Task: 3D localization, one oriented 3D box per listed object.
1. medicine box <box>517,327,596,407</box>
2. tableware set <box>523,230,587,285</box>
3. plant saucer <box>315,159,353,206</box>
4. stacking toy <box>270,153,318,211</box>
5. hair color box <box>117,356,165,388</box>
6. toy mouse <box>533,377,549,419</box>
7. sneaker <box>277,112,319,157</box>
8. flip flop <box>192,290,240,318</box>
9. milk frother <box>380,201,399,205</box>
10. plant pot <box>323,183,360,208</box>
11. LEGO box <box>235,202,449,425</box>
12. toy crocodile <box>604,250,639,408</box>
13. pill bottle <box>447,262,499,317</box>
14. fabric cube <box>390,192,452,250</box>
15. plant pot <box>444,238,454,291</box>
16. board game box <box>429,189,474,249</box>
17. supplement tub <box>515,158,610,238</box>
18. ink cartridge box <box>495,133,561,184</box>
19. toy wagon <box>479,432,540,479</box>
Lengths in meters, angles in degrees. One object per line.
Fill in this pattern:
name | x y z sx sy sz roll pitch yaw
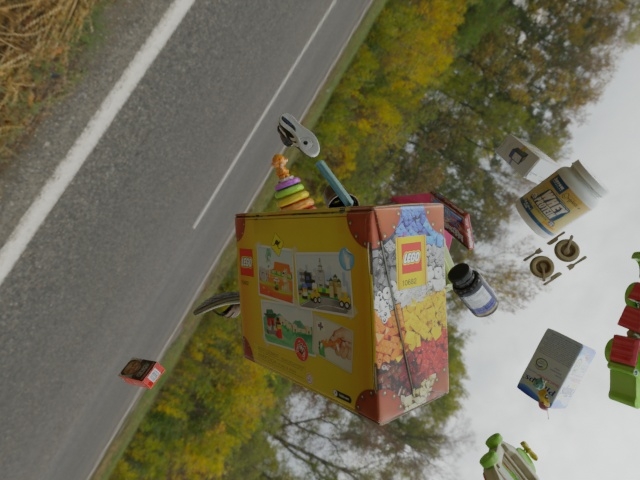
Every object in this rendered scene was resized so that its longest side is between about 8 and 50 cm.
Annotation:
medicine box | 1.000 0.545 1.825 0.149 0.263 0.290 29 -86 45
tableware set | 0.872 0.067 1.602 0.194 0.128 0.039 -36 164 5
plant saucer | 0.050 -0.200 1.509 0.018 0.192 0.067 -40 -173 -12
stacking toy | -0.116 -0.182 1.637 0.175 0.302 0.166 -22 -173 -6
hair color box | -0.555 0.409 1.338 0.141 0.043 0.072 -6 -142 36
toy mouse | 0.808 0.563 1.584 0.143 0.031 0.161 -20 99 -73
sneaker | -0.086 -0.391 1.705 0.079 0.217 0.121 -34 168 -22
flip flop | -0.267 0.205 1.374 0.112 0.276 0.080 -147 -136 -80
milk frother | 0.229 -0.061 1.615 0.143 0.135 0.129 -22 -156 -14
plant pot | 0.093 -0.197 2.149 0.167 0.166 0.165 -59 -152 24
LEGO box | 0.014 0.115 0.955 0.500 0.193 0.373 3 -84 52
toy crocodile | 0.693 0.188 0.932 0.115 0.105 0.341 -166 -85 -73
pill bottle | 0.600 0.194 1.703 0.122 0.219 0.123 -36 -157 18
fabric cube | 0.521 -0.079 2.275 0.259 0.258 0.254 -113 -160 -53
plant pot | 0.488 0.121 1.938 0.275 0.254 0.276 -23 161 -8
board game box | 0.500 -0.085 1.658 0.027 0.145 0.281 -22 -154 -2
supplement tub | 0.672 -0.115 1.208 0.199 0.144 0.144 -45 -169 33
ink cartridge box | 0.803 -0.304 1.657 0.093 0.154 0.212 -59 -152 31
toy wagon | 0.588 0.707 1.267 0.068 0.267 0.344 -45 162 22
